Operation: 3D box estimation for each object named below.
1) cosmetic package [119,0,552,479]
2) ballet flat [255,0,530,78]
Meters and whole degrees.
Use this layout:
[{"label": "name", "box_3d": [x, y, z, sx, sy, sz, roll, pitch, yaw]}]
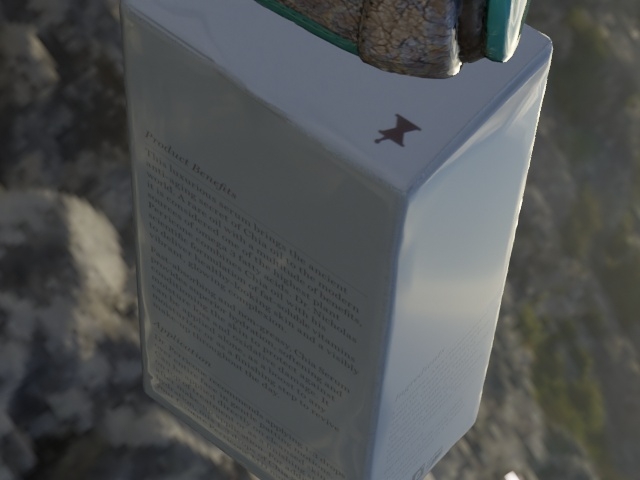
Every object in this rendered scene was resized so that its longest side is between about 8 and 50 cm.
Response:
[{"label": "cosmetic package", "box_3d": [0.000, 0.000, 1.319, 0.230, 0.161, 0.453, 35, -30, 20]}, {"label": "ballet flat", "box_3d": [0.042, -0.197, 0.539, 0.107, 0.106, 0.316, 76, 30, -64]}]
